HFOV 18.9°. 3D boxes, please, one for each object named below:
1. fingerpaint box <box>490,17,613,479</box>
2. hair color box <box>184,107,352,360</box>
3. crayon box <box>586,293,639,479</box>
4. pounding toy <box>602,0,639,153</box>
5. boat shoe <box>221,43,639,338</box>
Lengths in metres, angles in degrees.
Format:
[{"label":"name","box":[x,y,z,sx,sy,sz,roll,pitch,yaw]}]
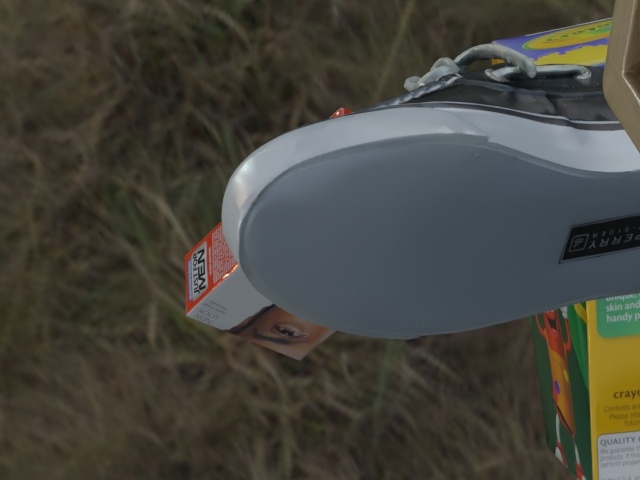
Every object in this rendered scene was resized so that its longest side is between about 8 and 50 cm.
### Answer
[{"label":"fingerpaint box","box":[0.393,-0.019,1.572,0.444,0.371,0.163,-12,17,-8]},{"label":"hair color box","box":[0.000,0.000,1.181,0.167,0.093,0.053,-41,38,38]},{"label":"crayon box","box":[0.295,0.099,1.338,0.203,0.083,0.323,-8,70,24]},{"label":"pounding toy","box":[0.123,-0.101,0.368,0.094,0.206,0.181,-4,36,-12]},{"label":"boat shoe","box":[0.084,-0.037,0.874,0.306,0.113,0.105,-9,41,-26]}]
